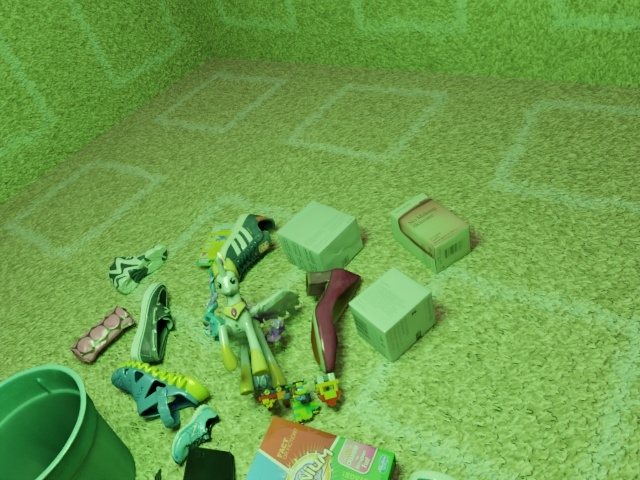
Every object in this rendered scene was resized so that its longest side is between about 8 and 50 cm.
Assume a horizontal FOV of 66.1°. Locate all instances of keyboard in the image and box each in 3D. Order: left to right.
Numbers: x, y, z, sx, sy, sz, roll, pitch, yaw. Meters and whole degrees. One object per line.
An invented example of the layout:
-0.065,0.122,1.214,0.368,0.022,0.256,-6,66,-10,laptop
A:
-0.300,0.591,1.116,0.201,0.033,0.317,15,17,-12,keyboard

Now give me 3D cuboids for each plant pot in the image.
-0.641,0.536,1.188,0.340,0.334,0.341,-10,43,9,plant pot

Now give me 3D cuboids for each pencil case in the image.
-0.720,0.316,1.638,0.098,0.095,0.209,31,61,22,pencil case

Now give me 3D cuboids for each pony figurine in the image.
-0.202,0.244,1.392,0.302,0.351,0.364,-21,60,1,pony figurine

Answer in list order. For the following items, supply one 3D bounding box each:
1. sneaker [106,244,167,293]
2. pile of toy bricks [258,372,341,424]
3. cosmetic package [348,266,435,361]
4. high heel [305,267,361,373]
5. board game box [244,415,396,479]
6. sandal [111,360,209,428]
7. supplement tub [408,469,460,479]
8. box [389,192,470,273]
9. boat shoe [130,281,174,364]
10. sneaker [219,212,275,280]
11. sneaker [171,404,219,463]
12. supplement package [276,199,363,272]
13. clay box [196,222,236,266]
-0.713,0.082,1.877,0.153,0.094,0.235,27,68,28,sneaker
-0.054,0.430,1.294,0.212,0.118,0.105,-10,68,-15,pile of toy bricks
0.205,0.206,1.390,0.183,0.151,0.151,-37,45,-19,cosmetic package
0.059,0.220,1.447,0.181,0.127,0.377,1,45,-8,high heel
-0.011,0.566,1.125,0.316,0.064,0.242,9,48,20,board game box
-0.482,0.439,1.403,0.317,0.126,0.138,6,51,26,sandal
0.227,0.586,0.981,0.144,0.144,0.200,5,47,24,supplement tub
0.357,-0.028,1.608,0.148,0.127,0.232,-31,44,-14,box
-0.532,0.263,1.615,0.102,0.108,0.301,-9,45,9,boat shoe
-0.253,0.034,1.751,0.148,0.131,0.350,4,50,13,sneaker
-0.331,0.517,1.307,0.073,0.063,0.162,14,51,27,sneaker
0.000,0.000,1.681,0.203,0.149,0.194,25,57,38,supplement package
-0.371,0.024,1.854,0.127,0.053,0.222,-1,46,18,clay box
